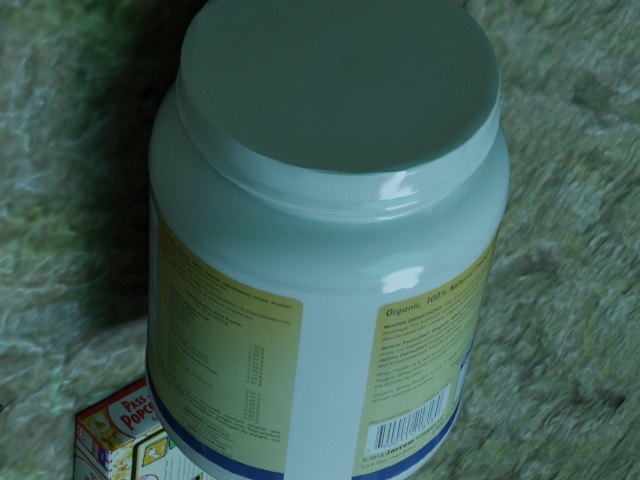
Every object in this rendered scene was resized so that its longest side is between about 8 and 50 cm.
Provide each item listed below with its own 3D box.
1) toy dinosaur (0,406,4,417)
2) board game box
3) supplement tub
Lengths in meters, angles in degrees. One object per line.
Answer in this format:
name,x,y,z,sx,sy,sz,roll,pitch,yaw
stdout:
toy dinosaur,-0.271,0.135,1.151,0.112,0.064,0.211,-47,152,-4
board game box,-0.104,0.154,1.424,0.193,0.045,0.146,-28,146,-33
supplement tub,0.000,0.000,1.186,0.228,0.228,0.316,-30,147,-30
